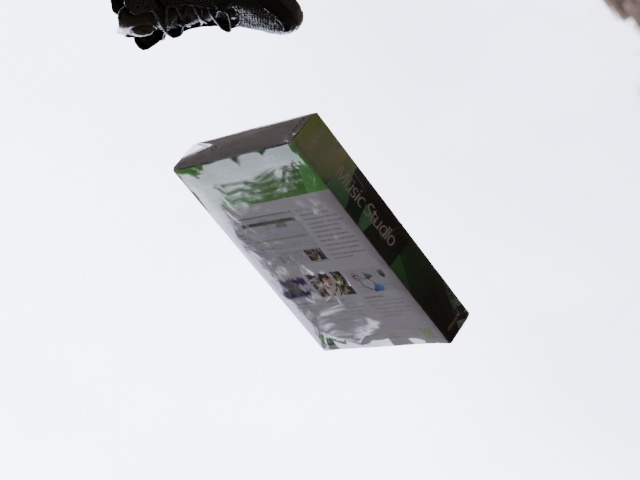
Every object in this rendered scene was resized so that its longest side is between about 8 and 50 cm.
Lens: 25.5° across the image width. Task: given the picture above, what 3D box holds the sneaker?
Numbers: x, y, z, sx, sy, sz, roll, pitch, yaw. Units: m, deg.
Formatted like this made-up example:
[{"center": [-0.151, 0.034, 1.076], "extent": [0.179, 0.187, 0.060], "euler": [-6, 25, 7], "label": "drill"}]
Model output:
[{"center": [-0.137, -0.250, 1.541], "extent": [0.228, 0.087, 0.130], "euler": [24, -113, 10], "label": "sneaker"}]

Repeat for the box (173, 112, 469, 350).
[{"center": [0.000, 0.000, 1.671], "extent": [0.322, 0.232, 0.058], "euler": [51, -124, -25], "label": "box"}]
